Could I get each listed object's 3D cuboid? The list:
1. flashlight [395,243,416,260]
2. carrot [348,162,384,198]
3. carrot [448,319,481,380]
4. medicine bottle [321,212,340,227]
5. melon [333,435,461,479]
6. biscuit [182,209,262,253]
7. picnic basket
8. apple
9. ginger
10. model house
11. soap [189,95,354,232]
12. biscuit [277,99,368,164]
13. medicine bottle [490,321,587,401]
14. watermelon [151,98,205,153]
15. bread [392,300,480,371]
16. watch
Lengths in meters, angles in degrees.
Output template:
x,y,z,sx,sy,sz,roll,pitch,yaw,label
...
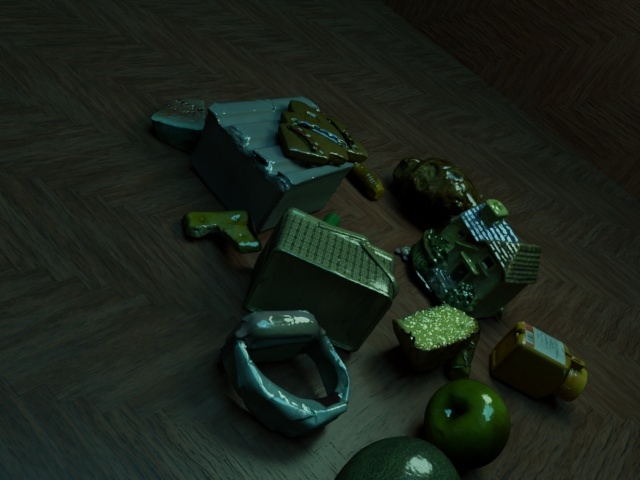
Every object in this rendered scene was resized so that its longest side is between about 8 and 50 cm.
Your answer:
x,y,z,sx,sy,sz,roll,pitch,yaw,label
0.274,0.028,2.024,0.052,0.031,0.110,46,37,20,flashlight
0.094,-0.252,2.213,0.066,0.066,0.314,-16,54,-46,carrot
0.379,0.287,1.759,0.069,0.069,0.228,32,36,1,carrot
0.000,0.000,1.825,0.095,0.064,0.260,26,35,3,medicine bottle
0.122,0.486,1.170,0.237,0.237,0.302,40,41,12,melon
-0.245,-0.022,1.644,0.184,0.038,0.174,-1,35,-14,biscuit
0.006,0.095,1.577,0.313,0.228,0.175,24,38,-9,picnic basket
0.325,0.405,1.473,0.157,0.197,0.196,51,19,-40,apple
0.394,-0.155,2.173,0.274,0.152,0.357,40,-5,-21,ginger
0.452,0.041,1.921,0.261,0.266,0.321,4,48,-44,model house
-0.108,-0.230,1.901,0.350,0.212,0.435,43,36,19,soap
-0.008,-0.283,1.822,0.278,0.043,0.301,35,34,6,biscuit
0.584,0.334,1.778,0.222,0.149,0.112,29,35,-4,medicine bottle
-0.397,-0.355,1.963,0.154,0.094,0.241,17,35,-3,watermelon
0.273,0.252,1.665,0.260,0.134,0.129,-6,39,-42,bread
-0.065,0.284,1.379,0.254,0.161,0.241,2,57,-32,watch
